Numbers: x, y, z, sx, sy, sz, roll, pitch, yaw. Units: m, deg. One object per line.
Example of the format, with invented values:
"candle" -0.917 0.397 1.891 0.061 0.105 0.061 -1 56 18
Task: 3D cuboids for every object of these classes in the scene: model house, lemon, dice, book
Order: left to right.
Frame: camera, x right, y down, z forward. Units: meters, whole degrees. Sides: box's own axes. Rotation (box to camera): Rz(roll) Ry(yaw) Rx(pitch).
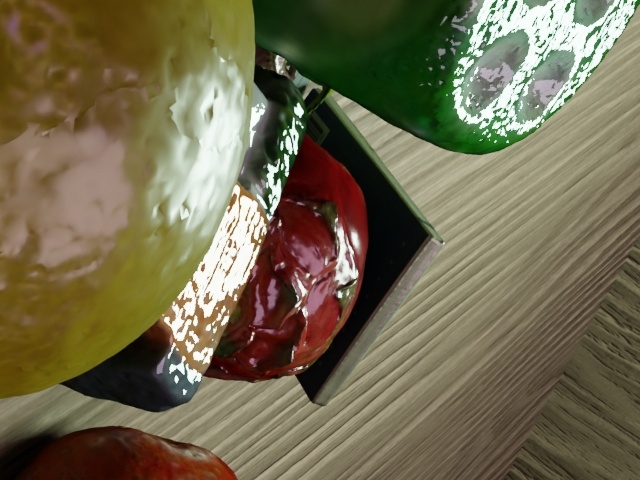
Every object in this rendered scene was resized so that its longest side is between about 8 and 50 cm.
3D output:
"lemon" -0.190 -0.088 0.854 0.348 0.348 0.348 -46 160 -22
"model house" -0.159 -0.068 1.164 0.271 0.190 0.301 -67 157 -19
"book" 0.000 0.000 1.598 0.025 0.269 0.191 21 112 -36
"dice" 0.070 -0.251 1.226 0.297 0.300 0.287 -58 159 14

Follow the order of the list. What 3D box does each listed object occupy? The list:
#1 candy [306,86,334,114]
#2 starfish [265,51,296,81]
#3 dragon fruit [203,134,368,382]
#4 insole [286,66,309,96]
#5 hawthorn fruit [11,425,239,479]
"candy" 0.056 -0.231 1.569 0.246 0.069 0.149 -65 -176 -28
"starfish" -0.014 -0.211 1.498 0.150 0.053 0.209 -54 173 -31
"dragon fruit" -0.069 0.006 1.461 0.241 0.241 0.252 -54 162 2
"insole" -0.030 -0.132 1.663 0.064 0.004 0.188 -38 156 -37
"hawthorn fruit" -0.195 0.316 1.673 0.284 0.284 0.284 -46 160 -22
